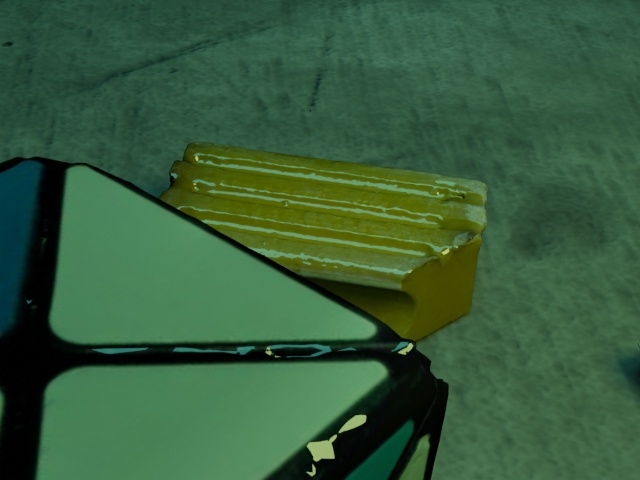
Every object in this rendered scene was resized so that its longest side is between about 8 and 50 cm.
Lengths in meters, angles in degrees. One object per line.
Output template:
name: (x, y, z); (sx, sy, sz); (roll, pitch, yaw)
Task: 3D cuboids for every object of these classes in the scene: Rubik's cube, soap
Rubik's cube: (-0.122, 0.141, 0.521); (0.246, 0.248, 0.250); (26, 41, 29)
soap: (0.000, 0.000, 0.875); (0.232, 0.073, 0.140); (8, 38, 5)

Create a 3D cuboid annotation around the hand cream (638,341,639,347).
hand cream: (0.318, 0.143, 0.713); (0.139, 0.089, 0.314); (-4, 29, -15)
